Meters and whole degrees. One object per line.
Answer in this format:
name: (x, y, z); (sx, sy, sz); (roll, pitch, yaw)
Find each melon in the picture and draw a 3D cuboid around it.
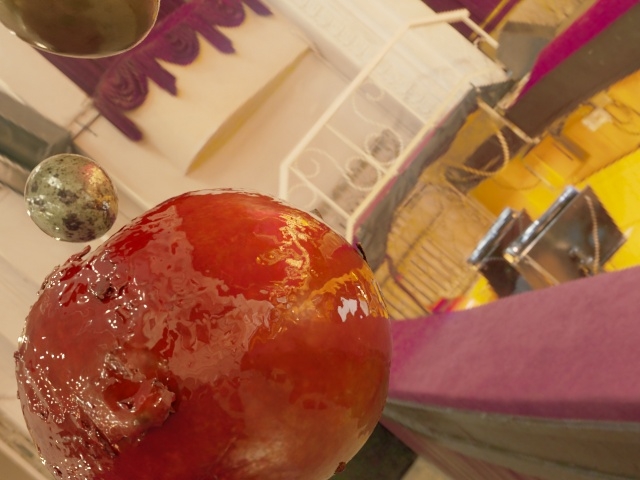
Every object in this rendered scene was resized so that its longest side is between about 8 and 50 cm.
melon: (-0.435, -0.445, 1.241); (0.272, 0.307, 0.272); (-167, 90, -89)

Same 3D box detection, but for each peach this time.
peach: (-0.111, 0.112, 0.734); (0.370, 0.370, 0.370); (-50, 0, 0)

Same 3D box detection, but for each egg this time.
egg: (-0.371, -0.061, 1.087); (0.132, 0.172, 0.132); (-21, -54, -33)

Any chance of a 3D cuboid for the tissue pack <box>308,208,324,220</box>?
tissue pack: (0.000, 0.000, 1.013); (0.035, 0.063, 0.083); (-21, -22, 1)
